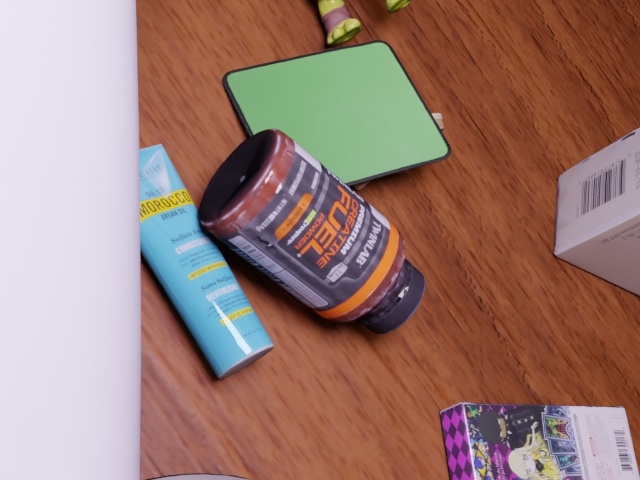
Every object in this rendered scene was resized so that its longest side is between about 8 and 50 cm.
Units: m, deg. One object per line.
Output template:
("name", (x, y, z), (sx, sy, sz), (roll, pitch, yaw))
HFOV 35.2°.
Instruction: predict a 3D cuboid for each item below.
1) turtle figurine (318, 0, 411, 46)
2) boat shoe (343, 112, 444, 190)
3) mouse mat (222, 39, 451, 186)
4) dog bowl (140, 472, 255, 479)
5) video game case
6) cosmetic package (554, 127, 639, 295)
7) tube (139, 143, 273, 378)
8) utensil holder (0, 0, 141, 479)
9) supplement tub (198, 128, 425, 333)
("turtle figurine", (-0.013, -0.308, 1.022), (0.270, 0.087, 0.217), (-31, 91, -16))
("boat shoe", (0.074, -0.087, 1.000), (0.135, 0.050, 0.045), (-27, 88, -28))
("mouse mat", (0.017, -0.119, 0.964), (0.190, 0.007, 0.152), (-16, 67, -26))
("dog bowl", (-0.044, 0.345, 0.658), (0.408, 0.150, 0.407), (13, 62, -27))
("video game case", (0.220, 0.267, 0.930), (0.210, 0.042, 0.232), (6, 65, -31))
("cosmetic package", (0.428, 0.000, 1.115), (0.310, 0.160, 0.113), (24, 59, -21))
("tube", (-0.113, 0.014, 0.836), (0.080, 0.052, 0.207), (-20, 74, -49))
("utensil holder", (-0.258, -0.008, 0.548), (0.328, 0.328, 0.385), (4, 76, -31))
("supplement tub", (0.000, 0.000, 0.864), (0.198, 0.106, 0.106), (38, 53, -26))
